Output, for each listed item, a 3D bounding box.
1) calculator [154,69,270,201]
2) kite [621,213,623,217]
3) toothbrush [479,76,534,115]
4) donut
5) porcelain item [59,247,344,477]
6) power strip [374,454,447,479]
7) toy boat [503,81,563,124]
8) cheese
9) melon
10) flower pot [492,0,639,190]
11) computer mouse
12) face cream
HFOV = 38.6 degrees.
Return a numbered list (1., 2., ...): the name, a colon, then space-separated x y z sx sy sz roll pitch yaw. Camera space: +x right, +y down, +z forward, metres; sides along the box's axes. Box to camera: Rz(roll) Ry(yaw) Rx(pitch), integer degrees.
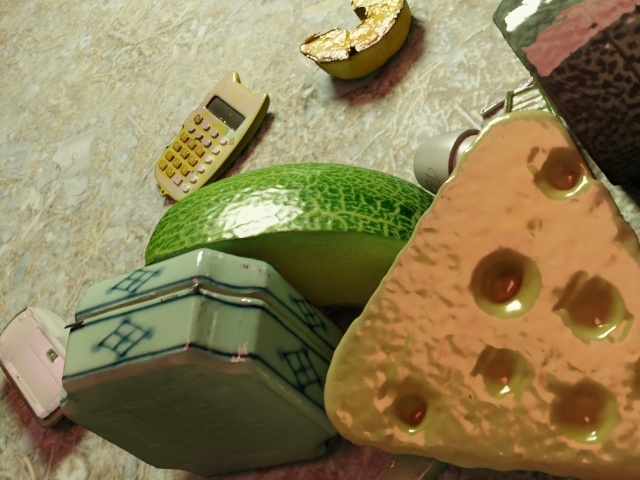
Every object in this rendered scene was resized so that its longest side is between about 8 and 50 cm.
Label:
1. calculator: -0.181 -0.161 1.485 0.236 0.033 0.157 -49 45 1
2. kite: 0.244 0.067 1.023 0.268 0.013 0.323 -47 42 -1
3. toothbrush: 0.264 -0.202 1.193 0.131 0.013 0.011 -33 36 15
4. donut: 0.066 -0.315 1.377 0.146 0.078 0.181 21 68 42
5. porcelain item: -0.131 0.145 1.055 0.281 0.286 0.157 -17 49 29
6. power strip: 0.077 0.275 0.990 0.191 0.030 0.047 -50 46 -3
7. toy boat: 0.257 -0.062 1.064 0.093 0.055 0.293 -17 49 26
8. cheese: 0.224 0.100 0.891 0.383 0.104 0.384 -6 76 25
9. melon: 0.000 0.000 1.139 0.343 0.331 0.226 -16 87 19
10. flower pot: 0.363 -0.215 0.940 0.282 0.299 0.299 -35 46 16
11. computer mouse: -0.422 0.191 1.401 0.126 0.056 0.245 -52 44 -5
12. face cream: 0.170 -0.093 1.133 0.095 0.091 0.091 8 66 49
